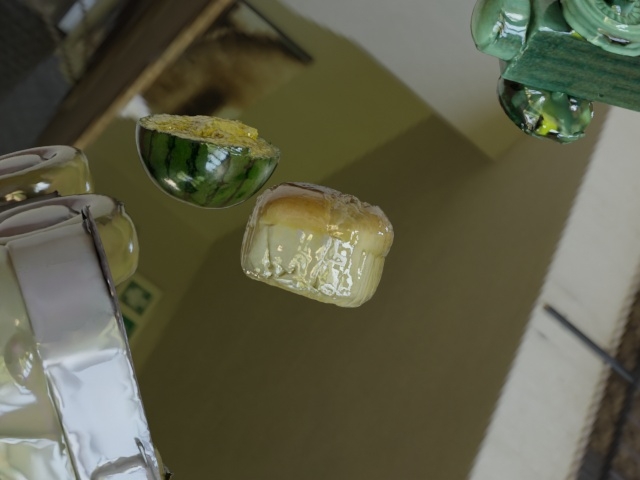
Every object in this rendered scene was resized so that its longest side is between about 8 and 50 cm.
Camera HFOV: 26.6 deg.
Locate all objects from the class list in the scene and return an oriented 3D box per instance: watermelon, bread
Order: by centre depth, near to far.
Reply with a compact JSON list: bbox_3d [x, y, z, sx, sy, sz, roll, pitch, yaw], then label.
[{"bbox_3d":[-0.083,-0.055,0.966,0.105,0.105,0.062,-116,-143,-71],"label":"watermelon"},{"bbox_3d":[0.000,0.000,1.349,0.236,0.140,0.106,-6,112,-85],"label":"bread"}]

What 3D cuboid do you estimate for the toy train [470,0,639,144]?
[{"bbox_3d":[0.353,-0.224,1.385,0.179,0.442,0.272,123,-27,-50],"label":"toy train"}]

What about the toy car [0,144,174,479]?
[{"bbox_3d":[-0.194,0.094,0.709,0.226,0.242,0.336,-16,-163,-12],"label":"toy car"}]
